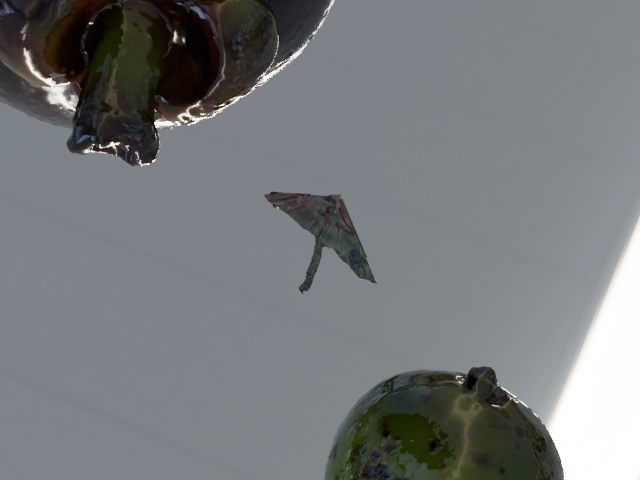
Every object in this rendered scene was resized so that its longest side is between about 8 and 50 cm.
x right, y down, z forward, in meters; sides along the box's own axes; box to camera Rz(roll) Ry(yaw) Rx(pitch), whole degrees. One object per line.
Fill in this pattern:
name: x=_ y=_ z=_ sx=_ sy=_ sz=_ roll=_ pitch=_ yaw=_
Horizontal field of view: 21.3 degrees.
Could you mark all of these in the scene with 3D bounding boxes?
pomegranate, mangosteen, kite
pomegranate: x=0.104 y=0.221 z=1.344 sx=0.198 sy=0.246 sz=0.198 roll=-14 pitch=-177 yaw=1
mangosteen: x=-0.129 y=-0.202 z=1.065 sx=0.297 sy=0.297 sz=0.293 roll=24 pitch=-155 yaw=13
kite: x=0.000 y=0.000 z=1.598 sx=0.139 sy=0.011 sz=0.157 roll=36 pitch=-143 yaw=-13
